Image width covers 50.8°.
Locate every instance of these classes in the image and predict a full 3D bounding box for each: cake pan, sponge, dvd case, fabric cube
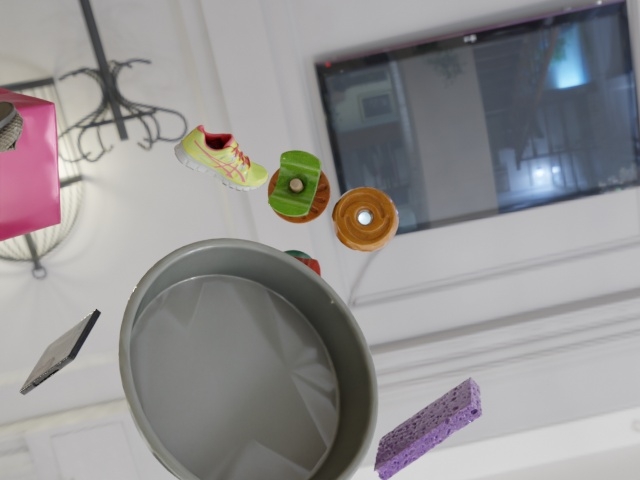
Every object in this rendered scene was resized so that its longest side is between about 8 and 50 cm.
[{"bbox_3d":[-0.072,0.135,0.701,0.293,0.293,0.054,-29,169,-46],"label":"cake pan"},{"bbox_3d":[0.185,0.323,1.163,0.210,0.031,0.117,-40,-178,15],"label":"sponge"},{"bbox_3d":[-0.710,0.304,1.838,0.253,0.022,0.180,-33,-155,29],"label":"dvd case"},{"bbox_3d":[-0.681,-0.143,1.264,0.259,0.254,0.258,18,-154,25],"label":"fabric cube"}]

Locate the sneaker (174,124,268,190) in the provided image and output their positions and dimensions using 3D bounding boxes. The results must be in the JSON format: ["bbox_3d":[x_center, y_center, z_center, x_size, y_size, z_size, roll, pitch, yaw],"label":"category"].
[{"bbox_3d":[-0.188,-0.172,1.387,0.209,0.094,0.081,19,-145,-34],"label":"sneaker"}]

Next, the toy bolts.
[{"bbox_3d":[0.000,0.000,1.074,0.218,0.228,0.158,18,175,5],"label":"toy bolts"}]

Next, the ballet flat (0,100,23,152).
[{"bbox_3d":[-0.453,-0.080,0.807,0.084,0.058,0.249,17,-130,22],"label":"ballet flat"}]
